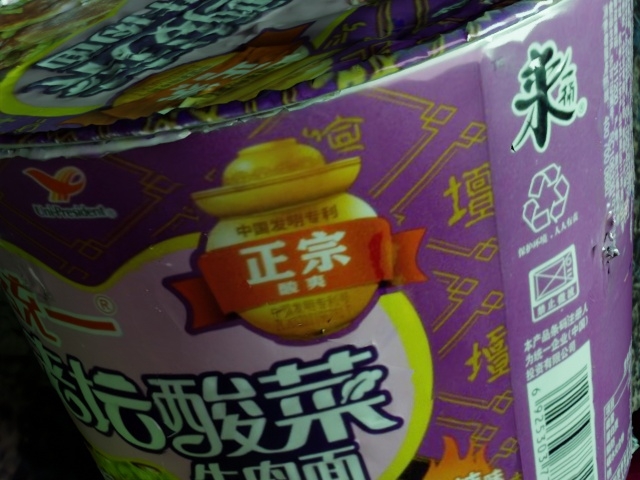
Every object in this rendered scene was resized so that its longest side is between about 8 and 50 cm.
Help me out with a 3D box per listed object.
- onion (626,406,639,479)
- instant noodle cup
[{"bbox_3d":[0.146,0.225,0.760,0.420,0.398,0.398,28,61,-5],"label":"onion"},{"bbox_3d":[0.000,0.000,0.641,0.340,0.340,0.266,-39,125,-42],"label":"instant noodle cup"}]
